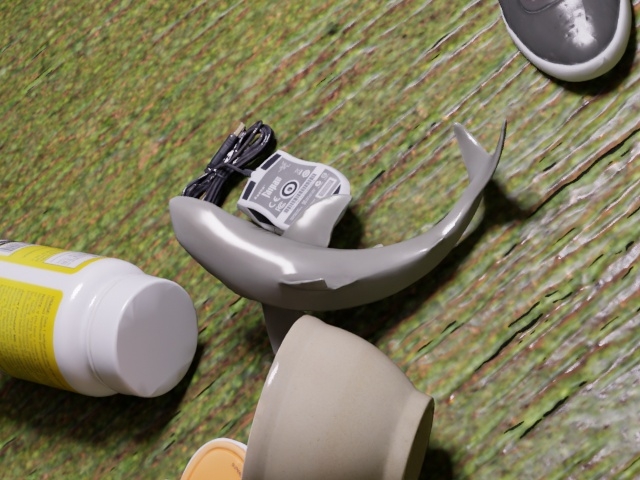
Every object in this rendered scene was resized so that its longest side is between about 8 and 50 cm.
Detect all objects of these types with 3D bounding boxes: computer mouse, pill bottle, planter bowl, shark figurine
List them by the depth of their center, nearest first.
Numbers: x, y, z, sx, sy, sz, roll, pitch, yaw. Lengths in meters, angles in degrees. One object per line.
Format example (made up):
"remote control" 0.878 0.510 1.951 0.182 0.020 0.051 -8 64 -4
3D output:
"planter bowl" 0.019 0.145 1.211 0.109 0.162 0.162 15 68 11
"shark figurine" 0.027 0.010 1.295 0.278 0.116 0.166 -15 87 8
"pill bottle" -0.213 0.069 1.435 0.208 0.119 0.119 9 67 39
"computer mouse" -0.036 -0.039 1.436 0.106 0.042 0.193 -51 40 -10

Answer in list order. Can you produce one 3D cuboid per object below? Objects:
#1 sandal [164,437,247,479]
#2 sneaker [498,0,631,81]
"sandal" -0.116 0.267 1.265 0.102 0.076 0.265 6 65 37
"sneaker" 0.162 -0.264 1.369 0.104 0.147 0.296 -26 51 17
